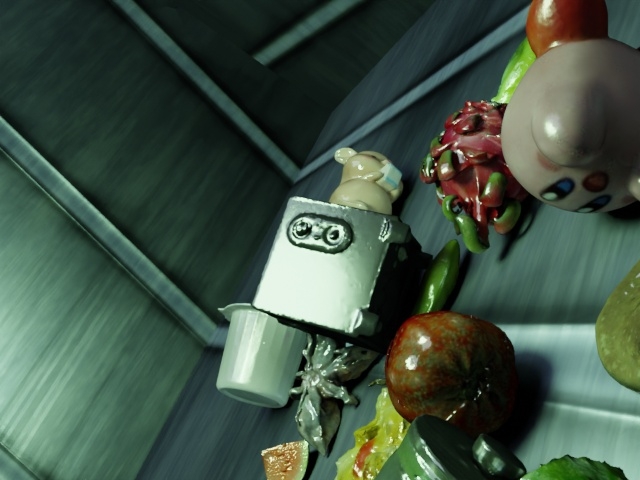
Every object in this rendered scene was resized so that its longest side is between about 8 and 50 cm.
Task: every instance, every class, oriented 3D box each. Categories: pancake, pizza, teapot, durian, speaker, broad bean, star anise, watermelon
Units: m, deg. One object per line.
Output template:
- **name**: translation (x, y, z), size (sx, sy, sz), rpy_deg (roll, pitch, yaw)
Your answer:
- **pancake**: translation (0.376, 0.048, 0.702), size (0.242, 0.050, 0.242), rpy_deg (-52, 14, 18)
- **pizza**: translation (0.085, 0.327, 1.065), size (0.280, 0.075, 0.287), rpy_deg (-39, 22, 52)
- **teapot**: translation (0.100, 0.351, 0.748), size (0.337, 0.200, 0.270), rpy_deg (-54, -20, 9)
- **durian**: translation (0.427, -0.351, 1.371), size (0.250, 0.101, 0.139), rpy_deg (-59, 12, -9)
- **speaker**: translation (0.043, 0.069, 1.266), size (0.184, 0.254, 0.232), rpy_deg (37, -111, -59)
- **broad bean**: translation (0.184, 0.132, 1.209), size (0.067, 0.075, 0.325), rpy_deg (13, 64, 29)
- **star anise**: translation (0.009, 0.270, 1.378), size (0.198, 0.111, 0.257), rpy_deg (23, 85, 53)
- **watermelon**: translation (-0.073, 0.434, 1.358), size (0.135, 0.094, 0.125), rpy_deg (-54, 6, 14)

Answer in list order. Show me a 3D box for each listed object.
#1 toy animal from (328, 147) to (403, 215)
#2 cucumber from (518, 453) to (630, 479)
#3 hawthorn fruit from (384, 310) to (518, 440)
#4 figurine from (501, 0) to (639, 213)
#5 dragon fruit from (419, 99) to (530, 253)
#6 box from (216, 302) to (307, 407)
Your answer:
- **toy animal**: translation (0.120, -0.134, 1.810), size (0.213, 0.195, 0.256), rpy_deg (-24, 31, 54)
- **cucumber**: translation (0.241, 0.274, 0.510), size (0.134, 0.134, 0.244), rpy_deg (-56, 16, 7)
- **hawthorn fruit**: translation (0.161, 0.171, 0.925), size (0.181, 0.181, 0.235), rpy_deg (-58, 17, -5)
- **figurine**: translation (0.354, -0.157, 0.905), size (0.211, 0.270, 0.261), rpy_deg (134, 154, -65)
- **dragon fruit**: translation (0.285, -0.127, 1.189), size (0.273, 0.218, 0.198), rpy_deg (-89, -4, -58)
- **box**: translation (-0.130, 0.292, 1.693), size (0.291, 0.262, 0.206), rpy_deg (-21, 49, 54)
